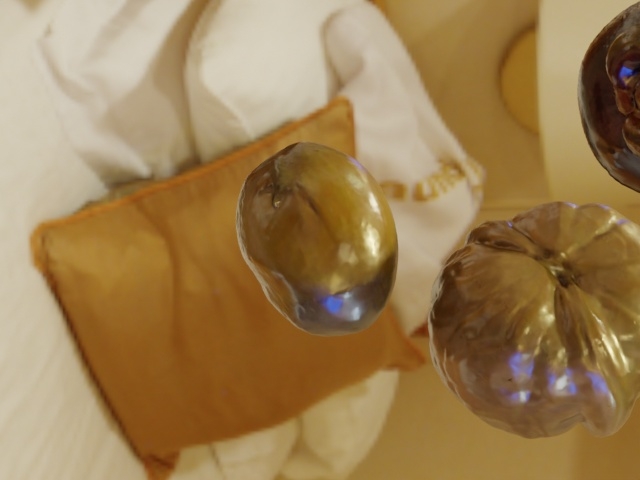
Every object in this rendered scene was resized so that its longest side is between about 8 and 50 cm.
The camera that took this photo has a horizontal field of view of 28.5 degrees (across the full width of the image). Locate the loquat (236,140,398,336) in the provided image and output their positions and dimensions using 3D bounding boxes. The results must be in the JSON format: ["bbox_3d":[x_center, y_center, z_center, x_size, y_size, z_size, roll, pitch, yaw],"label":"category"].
[{"bbox_3d":[0.000,0.000,1.446,0.227,0.179,0.179,63,21,-4],"label":"loquat"}]

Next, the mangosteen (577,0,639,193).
[{"bbox_3d":[0.245,-0.095,0.861,0.152,0.152,0.152,-1,90,-72],"label":"mangosteen"}]

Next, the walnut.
[{"bbox_3d":[0.269,0.094,1.457,0.285,0.296,0.285,56,-11,17],"label":"walnut"}]
